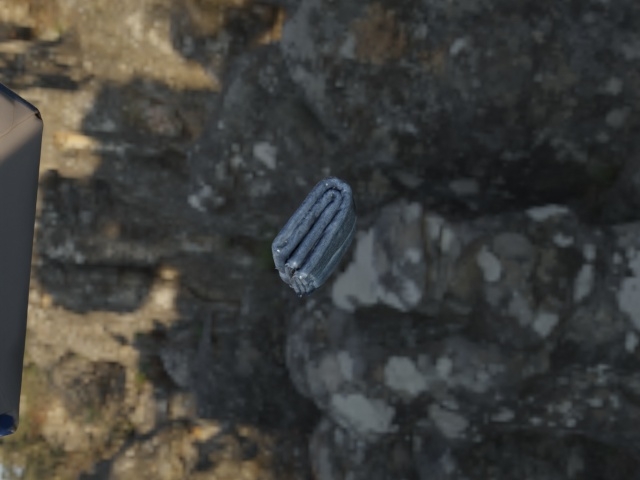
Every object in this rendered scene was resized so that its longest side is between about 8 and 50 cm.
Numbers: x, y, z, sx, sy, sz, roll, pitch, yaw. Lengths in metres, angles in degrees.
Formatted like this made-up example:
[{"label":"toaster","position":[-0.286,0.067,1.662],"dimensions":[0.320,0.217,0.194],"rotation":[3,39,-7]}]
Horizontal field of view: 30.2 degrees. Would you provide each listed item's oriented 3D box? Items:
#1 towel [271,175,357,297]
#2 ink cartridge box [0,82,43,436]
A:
[{"label":"towel","position":[0.000,0.000,0.753],"dimensions":[0.067,0.029,0.119],"rotation":[-54,-9,-7]},{"label":"ink cartridge box","position":[-0.416,0.038,0.886],"dimensions":[0.151,0.396,0.269],"rotation":[40,-139,-53]}]
